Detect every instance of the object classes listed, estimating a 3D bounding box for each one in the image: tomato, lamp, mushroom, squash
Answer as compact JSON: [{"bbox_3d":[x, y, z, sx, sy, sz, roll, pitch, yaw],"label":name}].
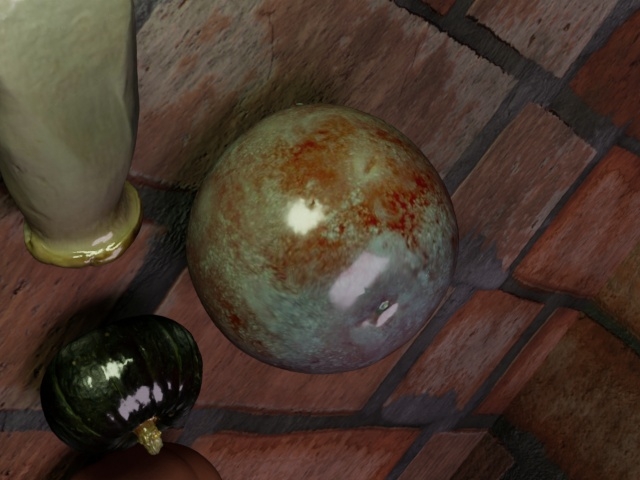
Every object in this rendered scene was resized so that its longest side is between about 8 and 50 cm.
[{"bbox_3d":[0.000,0.000,1.565,0.317,0.282,0.316,-16,130,-21],"label":"tomato"},{"bbox_3d":[-0.240,0.418,1.803,0.305,0.239,0.305,-36,152,-23],"label":"lamp"},{"bbox_3d":[-0.231,-0.126,1.187,0.154,0.137,0.407,-49,159,-25],"label":"mushroom"},{"bbox_3d":[-0.229,0.169,1.580,0.193,0.156,0.193,-14,141,-11],"label":"squash"}]
